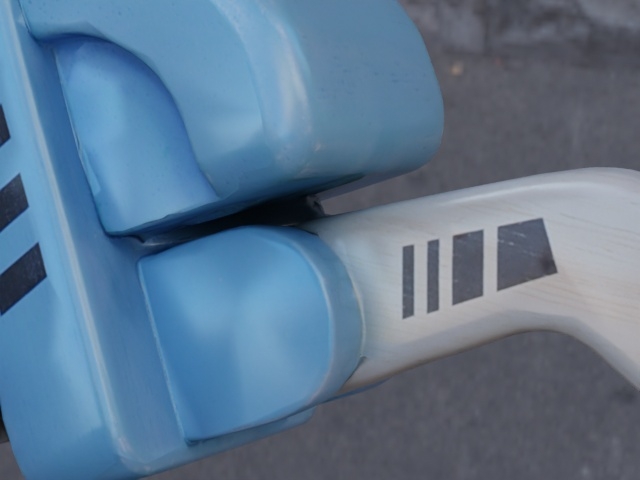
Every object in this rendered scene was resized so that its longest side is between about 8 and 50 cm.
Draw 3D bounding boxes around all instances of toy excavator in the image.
[{"bbox_3d":[0.000,0.000,0.766,0.445,0.433,0.222,-18,-5,27],"label":"toy excavator"}]
